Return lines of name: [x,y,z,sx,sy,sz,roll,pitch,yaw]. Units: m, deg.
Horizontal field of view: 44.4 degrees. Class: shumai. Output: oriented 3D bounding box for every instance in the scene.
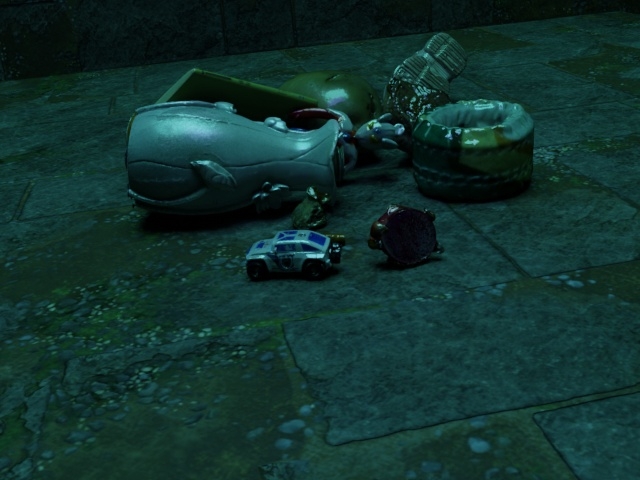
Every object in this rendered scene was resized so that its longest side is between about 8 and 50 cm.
shumai: [0.235,-0.273,1.925,0.218,0.183,0.185,17,-18,-10]
shumai: [-0.023,-0.069,1.576,0.082,0.080,0.083,9,28,35]

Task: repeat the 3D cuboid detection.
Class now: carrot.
carrot: [0.000,0.000,1.475,0.093,0.032,0.032,-6,22,-9]

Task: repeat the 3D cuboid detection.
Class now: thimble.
thimble: [0.335,-0.203,1.712,0.254,0.167,0.288,10,28,29]

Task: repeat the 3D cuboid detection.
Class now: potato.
potato: [0.017,-0.322,1.991,0.243,0.221,0.326,-30,29,-29]

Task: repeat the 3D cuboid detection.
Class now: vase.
vase: [-0.172,-0.170,1.657,0.446,0.250,0.250,1,23,-2]

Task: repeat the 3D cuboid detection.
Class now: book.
book: [-0.204,-0.290,1.794,0.352,0.035,0.239,7,-28,-42]

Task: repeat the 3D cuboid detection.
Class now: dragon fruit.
dragon fruit: [0.144,-0.013,1.381,0.126,0.112,0.068,-12,9,-17]

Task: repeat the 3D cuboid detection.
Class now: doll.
doll: [0.003,-0.217,1.800,0.384,0.188,0.099,-11,-1,2]

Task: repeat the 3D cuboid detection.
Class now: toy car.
toy car: [-0.047,0.023,1.375,0.171,0.070,0.080,-1,22,10]

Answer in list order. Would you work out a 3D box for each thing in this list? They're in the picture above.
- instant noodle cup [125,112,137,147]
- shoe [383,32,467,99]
instant noodle cup: [-0.366,-0.254,1.952,0.172,0.215,0.216,-3,21,28]
shoe: [0.295,-0.464,2.377,0.351,0.172,0.198,-44,4,-30]
